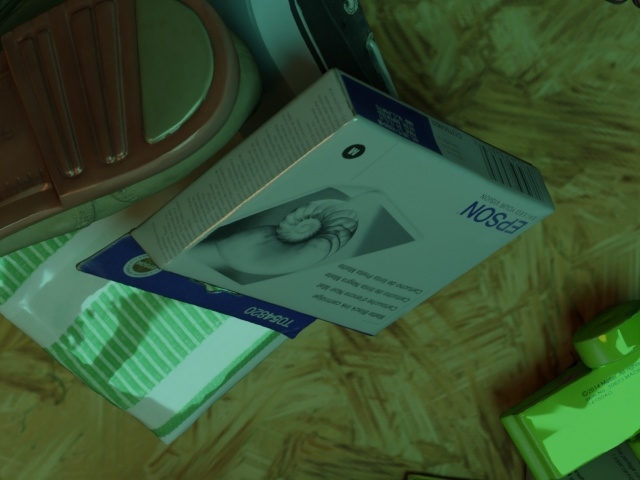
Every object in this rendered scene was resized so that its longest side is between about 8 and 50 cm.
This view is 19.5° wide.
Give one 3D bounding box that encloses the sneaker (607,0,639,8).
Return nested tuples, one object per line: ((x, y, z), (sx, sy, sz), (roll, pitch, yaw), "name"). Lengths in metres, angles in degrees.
((0.131, -0.244, 1.156), (0.314, 0.116, 0.136), (5, 137, -31), "sneaker")

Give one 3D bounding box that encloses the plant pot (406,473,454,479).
((0.097, 0.243, 1.447), (0.081, 0.081, 0.083), (12, 123, -26), "plant pot")

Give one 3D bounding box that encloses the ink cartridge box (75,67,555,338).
((0.000, 0.000, 1.169), (0.224, 0.045, 0.223), (-36, 147, 27), "ink cartridge box")

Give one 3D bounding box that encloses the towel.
((-0.123, -0.027, 1.240), (0.248, 0.038, 0.325), (-42, 123, 6), "towel")

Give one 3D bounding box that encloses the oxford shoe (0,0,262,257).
((-0.217, -0.032, 1.109), (0.397, 0.146, 0.140), (-15, 80, 12), "oxford shoe")

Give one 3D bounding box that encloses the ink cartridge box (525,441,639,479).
((0.317, 0.254, 1.507), (0.289, 0.121, 0.211), (-9, 121, -16), "ink cartridge box")

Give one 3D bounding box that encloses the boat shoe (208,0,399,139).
((-0.029, -0.168, 1.142), (0.105, 0.113, 0.306), (-47, 124, -28), "boat shoe")

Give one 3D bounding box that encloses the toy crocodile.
((0.292, 0.069, 1.416), (0.340, 0.105, 0.115), (-35, 96, 2), "toy crocodile")
